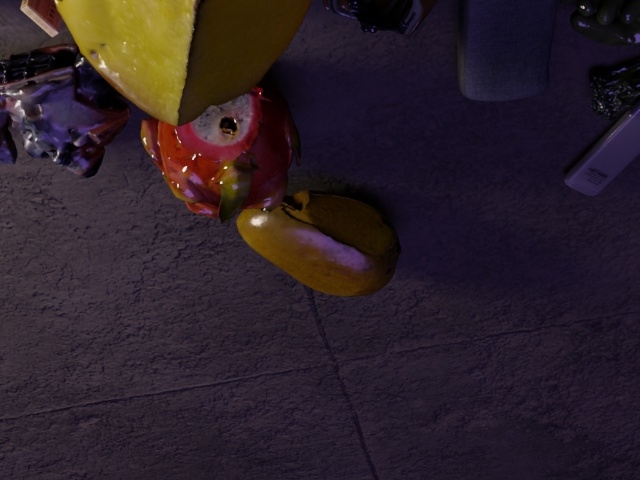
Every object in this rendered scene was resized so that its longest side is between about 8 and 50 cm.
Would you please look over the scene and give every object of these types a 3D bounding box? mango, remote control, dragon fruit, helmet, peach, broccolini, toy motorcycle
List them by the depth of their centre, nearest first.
[{"bbox_3d":[-0.172,-0.360,1.485,0.306,0.242,0.380,39,151,20],"label":"peach"},{"bbox_3d":[0.075,-0.367,1.556,0.198,0.130,0.224,23,149,35],"label":"helmet"},{"bbox_3d":[-0.134,-0.132,1.747,0.224,0.224,0.227,-6,157,4],"label":"dragon fruit"},{"bbox_3d":[-0.438,-0.169,1.757,0.401,0.134,0.207,-8,130,4],"label":"toy motorcycle"},{"bbox_3d":[0.472,-0.239,1.777,0.201,0.058,0.074,-25,139,24],"label":"broccolini"},{"bbox_3d":[0.469,-0.163,1.882,0.067,0.029,0.261,23,129,-22],"label":"remote control"},{"bbox_3d":[0.000,0.000,1.957,0.262,0.130,0.167,25,135,-18],"label":"mango"}]

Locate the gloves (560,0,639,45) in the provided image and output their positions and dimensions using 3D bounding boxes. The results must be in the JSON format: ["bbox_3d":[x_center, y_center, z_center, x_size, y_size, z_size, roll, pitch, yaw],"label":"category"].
[{"bbox_3d":[0.430,-0.310,1.670,0.268,0.107,0.135,3,147,-31],"label":"gloves"}]

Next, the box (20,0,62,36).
[{"bbox_3d":[-0.359,-0.314,1.633,0.015,0.093,0.058,-25,133,25],"label":"box"}]

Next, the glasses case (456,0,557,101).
[{"bbox_3d":[0.249,-0.324,1.665,0.131,0.074,0.323,-4,136,0],"label":"glasses case"}]
